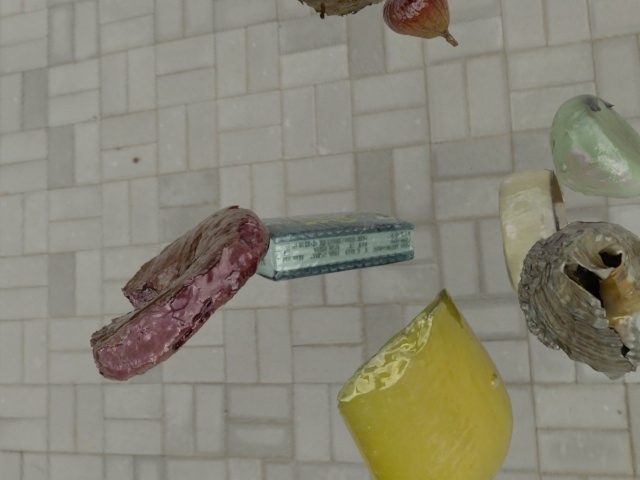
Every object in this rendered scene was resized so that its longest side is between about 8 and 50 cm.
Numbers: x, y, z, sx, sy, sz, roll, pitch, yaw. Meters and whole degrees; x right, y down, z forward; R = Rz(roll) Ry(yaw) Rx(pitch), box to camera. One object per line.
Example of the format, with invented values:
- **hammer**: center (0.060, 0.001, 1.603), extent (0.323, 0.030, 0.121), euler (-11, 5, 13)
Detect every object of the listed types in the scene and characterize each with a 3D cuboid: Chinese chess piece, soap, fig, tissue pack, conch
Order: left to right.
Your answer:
- **tissue pack**: center (0.000, 0.000, 1.076), extent (0.185, 0.257, 0.081), euler (14, 108, 60)
- **fig**: center (0.183, -0.402, 1.145), extent (0.153, 0.119, 0.119), euler (43, 99, 5)
- **soap**: center (0.198, 0.304, 1.126), extent (0.306, 0.427, 0.115), euler (-41, 29, -23)
- **Chinese chess piece**: center (0.400, -0.007, 1.182), extent (0.103, 0.249, 0.250), euler (-10, 81, 26)
- **conch**: center (0.303, 0.061, 0.719), extent (0.163, 0.245, 0.178), euler (-37, 66, 14)

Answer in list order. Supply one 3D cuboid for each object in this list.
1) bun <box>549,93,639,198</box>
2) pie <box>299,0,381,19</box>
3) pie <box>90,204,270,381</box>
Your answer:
- **bun**: center (0.660, -0.204, 1.572), extent (0.187, 0.293, 0.293), euler (-42, 70, 40)
- **pie**: center (0.052, -0.442, 0.877), extent (0.354, 0.288, 0.103), euler (-30, 59, 54)
- **pie**: center (-0.139, 0.043, 0.650), extent (0.204, 0.219, 0.054), euler (-37, 107, 7)
